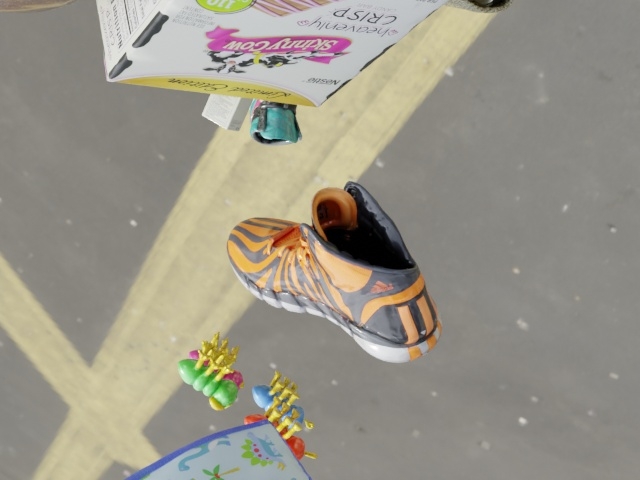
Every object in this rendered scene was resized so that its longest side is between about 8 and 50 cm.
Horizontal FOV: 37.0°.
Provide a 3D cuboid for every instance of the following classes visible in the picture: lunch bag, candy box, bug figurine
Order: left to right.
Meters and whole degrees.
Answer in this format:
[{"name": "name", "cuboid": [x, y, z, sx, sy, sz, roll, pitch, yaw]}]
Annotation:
[{"name": "lunch bag", "cuboid": [-0.066, 0.206, 0.646, 0.129, 0.151, 0.096, 48, 167, 39]}, {"name": "bug figurine", "cuboid": [-0.097, 0.218, 1.317, 0.216, 0.072, 0.279, 37, -179, -2]}, {"name": "candy box", "cuboid": [-0.008, -0.161, 0.534, 0.159, 0.071, 0.233, 1, 160, -35]}]

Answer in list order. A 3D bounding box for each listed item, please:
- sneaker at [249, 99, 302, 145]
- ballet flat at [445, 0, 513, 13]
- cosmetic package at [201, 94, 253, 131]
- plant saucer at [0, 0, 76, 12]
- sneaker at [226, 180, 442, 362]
[{"name": "sneaker", "cuboid": [-0.085, -0.312, 2.165, 0.124, 0.178, 0.295, 6, 149, -21]}, {"name": "ballet flat", "cuboid": [0.212, -0.468, 1.500, 0.182, 0.164, 0.483, 30, -172, 25]}, {"name": "cosmetic package", "cuboid": [-0.142, -0.244, 1.576, 0.060, 0.041, 0.115, 33, 105, 22]}, {"name": "plant saucer", "cuboid": [-0.216, -0.242, 0.456, 0.311, 0.050, 0.310, 18, 135, 18]}, {"name": "sneaker", "cuboid": [0.000, 0.000, 1.086, 0.321, 0.124, 0.180, 22, 145, 37]}]
